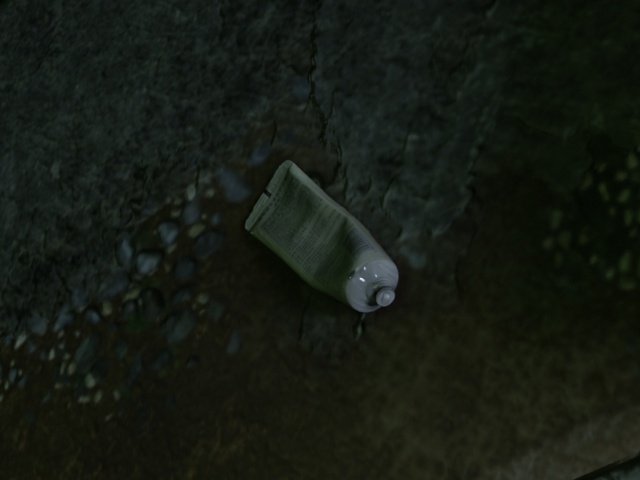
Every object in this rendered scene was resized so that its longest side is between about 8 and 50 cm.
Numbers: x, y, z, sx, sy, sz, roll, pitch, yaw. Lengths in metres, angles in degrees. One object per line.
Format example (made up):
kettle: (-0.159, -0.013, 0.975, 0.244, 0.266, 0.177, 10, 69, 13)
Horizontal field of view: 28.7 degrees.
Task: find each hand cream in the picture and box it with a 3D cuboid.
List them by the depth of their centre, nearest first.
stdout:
hand cream: (0.000, 0.000, 0.794, 0.057, 0.037, 0.165, -57, 37, 6)
